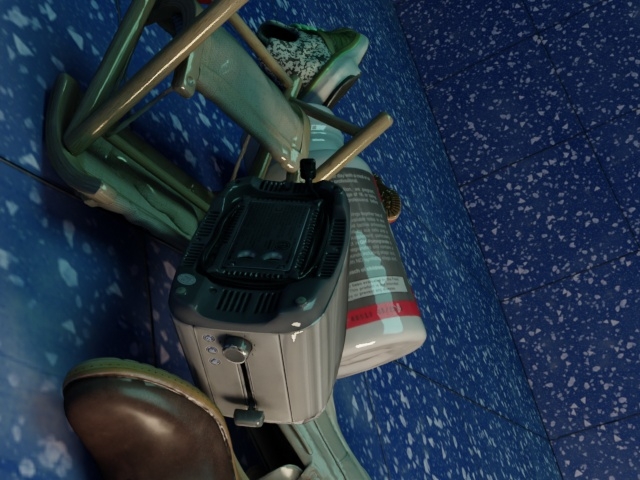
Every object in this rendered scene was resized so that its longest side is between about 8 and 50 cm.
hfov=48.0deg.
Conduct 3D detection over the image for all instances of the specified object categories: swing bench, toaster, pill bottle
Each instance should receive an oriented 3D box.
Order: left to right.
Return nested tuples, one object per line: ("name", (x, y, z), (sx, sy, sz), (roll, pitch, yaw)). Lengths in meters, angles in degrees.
("swing bench", (-0.102, -0.109, 0.709), (0.165, 0.255, 0.253), (31, -7, 38))
("toaster", (-0.040, 0.046, 0.612), (0.227, 0.129, 0.146), (-76, 167, -52))
("pill bottle", (0.000, 0.000, 0.883), (0.176, 0.176, 0.319), (24, 46, -63))

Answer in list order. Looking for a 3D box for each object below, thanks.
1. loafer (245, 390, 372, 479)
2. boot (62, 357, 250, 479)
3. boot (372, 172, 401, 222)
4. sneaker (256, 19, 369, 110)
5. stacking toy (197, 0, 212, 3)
("loafer", (-0.022, 0.225, 0.698), (0.111, 0.112, 0.319), (-15, 76, -33))
("boot", (-0.102, 0.219, 0.489), (0.248, 0.090, 0.207), (57, 19, -34))
("boot", (0.110, -0.062, 1.363), (0.158, 0.059, 0.085), (-119, -158, -56))
("sneaker", (-0.024, -0.351, 1.310), (0.182, 0.158, 0.410), (40, 20, -14))
("stacking toy", (-0.204, -0.397, 0.915), (0.330, 0.141, 0.141), (18, 50, -74))
